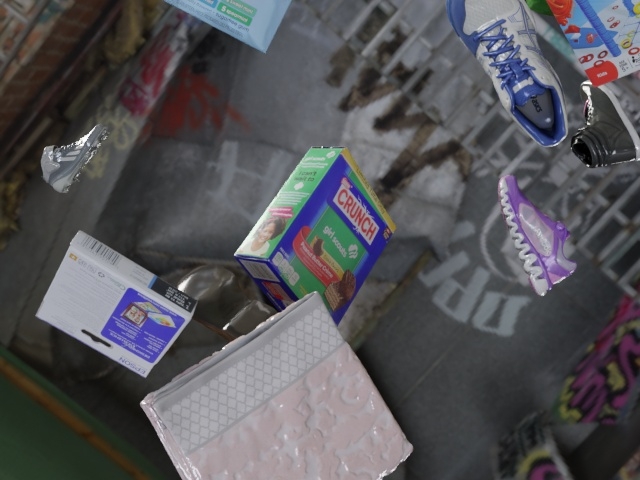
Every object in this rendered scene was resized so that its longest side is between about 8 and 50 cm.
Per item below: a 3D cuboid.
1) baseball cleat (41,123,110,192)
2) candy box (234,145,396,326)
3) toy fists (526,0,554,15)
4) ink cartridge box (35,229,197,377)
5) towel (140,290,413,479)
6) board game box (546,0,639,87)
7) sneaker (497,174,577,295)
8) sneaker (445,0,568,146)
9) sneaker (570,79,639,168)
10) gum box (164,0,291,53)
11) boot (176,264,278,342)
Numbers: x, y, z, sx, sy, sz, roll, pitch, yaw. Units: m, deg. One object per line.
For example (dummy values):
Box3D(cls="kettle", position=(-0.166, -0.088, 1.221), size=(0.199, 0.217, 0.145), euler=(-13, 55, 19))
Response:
Box3D(cls="baseball cleat", position=(-0.588, -0.209, 2.100), size=(0.109, 0.206, 0.072), euler=(38, -166, -2))
Box3D(cls="candy box", position=(0.000, 0.000, 1.923), size=(0.122, 0.317, 0.268), euler=(6, 145, 42))
Box3D(cls="toy fists", position=(0.454, -0.578, 1.932), size=(0.279, 0.096, 0.142), euler=(12, 162, -9))
Box3D(cls="ink cartridge box", position=(-0.316, 0.104, 1.373), size=(0.206, 0.208, 0.045), euler=(32, -135, -9))
Box3D(cls="towel", position=(-0.054, 0.286, 1.347), size=(0.317, 0.332, 0.053), euler=(60, 155, -6))
Box3D(cls="board game box", position=(0.533, -0.452, 1.489), size=(0.302, 0.308, 0.086), euler=(55, -137, -15))
Box3D(cls="sneaker", position=(0.410, -0.019, 1.685), size=(0.095, 0.105, 0.236), euler=(10, -122, -78))
Box3D(cls="sneaker", position=(0.298, -0.271, 1.351), size=(0.296, 0.112, 0.131), euler=(47, -158, -26))
Box3D(cls="sneaker", position=(0.707, -0.305, 2.334), size=(0.104, 0.147, 0.295), euler=(78, 175, -52))
Box3D(cls="gum box", position=(-0.094, -0.342, 1.064), size=(0.157, 0.184, 0.041), euler=(25, -167, -16))
Box3D(cls="boot", position=(-0.156, 0.141, 1.584), size=(0.305, 0.112, 0.115), euler=(32, 156, 48))
